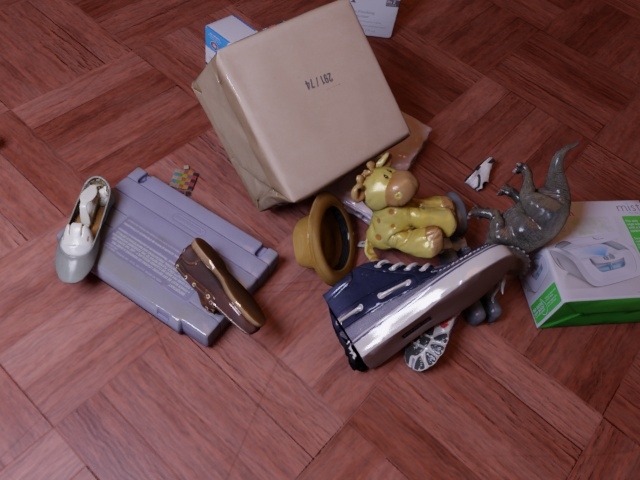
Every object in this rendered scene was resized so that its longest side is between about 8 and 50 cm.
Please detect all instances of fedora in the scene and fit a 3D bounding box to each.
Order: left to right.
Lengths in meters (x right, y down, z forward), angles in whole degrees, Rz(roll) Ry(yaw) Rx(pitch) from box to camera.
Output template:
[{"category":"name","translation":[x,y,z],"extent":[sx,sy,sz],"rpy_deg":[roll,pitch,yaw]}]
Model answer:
[{"category":"fedora","translation":[0.000,0.000,1.077],"extent":[0.079,0.194,0.194],"rpy_deg":[-11,49,28]}]

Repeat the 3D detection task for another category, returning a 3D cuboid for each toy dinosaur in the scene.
[{"category":"toy dinosaur","translation":[0.391,-0.042,1.055],"extent":[0.313,0.121,0.160],"rpy_deg":[-45,67,8]}]

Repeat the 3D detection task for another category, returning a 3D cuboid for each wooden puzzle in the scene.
[{"category":"wooden puzzle","translation":[-0.292,-0.129,1.187],"extent":[0.049,0.006,0.083],"rpy_deg":[11,55,-1]}]

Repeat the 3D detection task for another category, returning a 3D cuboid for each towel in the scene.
[{"category":"towel","translation":[0.058,-0.218,1.277],"extent":[0.316,0.053,0.332],"rpy_deg":[29,57,10]}]

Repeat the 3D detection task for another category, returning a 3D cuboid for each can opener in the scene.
[{"category":"can opener","translation":[0.282,0.033,1.120],"extent":[0.074,0.093,0.280],"rpy_deg":[-8,62,-15]}]

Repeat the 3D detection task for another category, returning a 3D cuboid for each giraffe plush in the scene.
[{"category":"giraffe plush","translation":[0.143,-0.073,1.067],"extent":[0.210,0.171,0.181],"rpy_deg":[-13,31,17]}]

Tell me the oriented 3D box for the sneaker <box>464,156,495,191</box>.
[{"category":"sneaker","translation":[0.378,-0.154,1.297],"extent":[0.044,0.040,0.109],"rpy_deg":[45,63,2]}]

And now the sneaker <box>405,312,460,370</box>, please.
[{"category":"sneaker","translation":[0.221,0.173,1.026],"extent":[0.068,0.071,0.170],"rpy_deg":[25,68,35]}]

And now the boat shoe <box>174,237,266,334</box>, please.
[{"category":"boat shoe","translation":[-0.175,0.089,0.955],"extent":[0.073,0.073,0.207],"rpy_deg":[-46,64,8]}]

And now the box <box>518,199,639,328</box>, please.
[{"category":"box","translation":[0.544,0.045,1.128],"extent":[0.261,0.127,0.231],"rpy_deg":[-1,58,-9]}]

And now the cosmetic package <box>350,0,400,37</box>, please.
[{"category":"cosmetic package","translation":[0.137,-0.689,1.536],"extent":[0.151,0.184,0.152],"rpy_deg":[3,55,-6]}]

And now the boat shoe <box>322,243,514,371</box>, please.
[{"category":"boat shoe","translation":[0.161,0.075,0.989],"extent":[0.340,0.127,0.158],"rpy_deg":[-33,58,-1]}]

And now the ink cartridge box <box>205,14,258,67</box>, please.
[{"category":"ink cartridge box","translation":[-0.182,-0.374,1.256],"extent":[0.148,0.203,0.086],"rpy_deg":[39,57,17]}]

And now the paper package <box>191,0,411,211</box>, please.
[{"category":"paper package","translation":[-0.032,-0.261,1.089],"extent":[0.324,0.168,0.310],"rpy_deg":[-33,101,-27]}]

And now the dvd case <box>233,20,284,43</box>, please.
[{"category":"dvd case","translation":[-0.134,-0.400,1.109],"extent":[0.119,0.087,0.013],"rpy_deg":[-33,105,-25]}]

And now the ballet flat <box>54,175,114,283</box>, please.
[{"category":"ballet flat","translation":[-0.425,-0.027,0.989],"extent":[0.072,0.068,0.213],"rpy_deg":[7,55,-4]}]

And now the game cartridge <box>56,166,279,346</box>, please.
[{"category":"game cartridge","translation":[-0.287,0.023,1.053],"extent":[0.355,0.068,0.230],"rpy_deg":[31,60,13]}]
